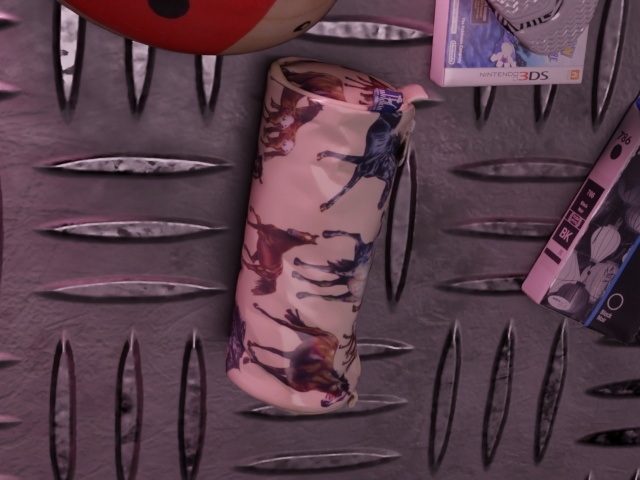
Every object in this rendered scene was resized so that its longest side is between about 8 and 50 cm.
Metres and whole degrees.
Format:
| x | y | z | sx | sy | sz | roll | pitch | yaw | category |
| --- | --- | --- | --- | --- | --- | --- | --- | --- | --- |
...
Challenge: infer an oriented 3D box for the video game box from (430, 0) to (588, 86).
| x | y | z | sx | sy | sz | roll | pitch | yaw | category |
| --- | --- | --- | --- | --- | --- | --- | --- | --- | --- |
| 0.230 | -0.285 | 1.408 | 0.187 | 0.048 | 0.205 | -5 | 112 | -18 | video game box |

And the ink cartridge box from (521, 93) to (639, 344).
| x | y | z | sx | sy | sz | roll | pitch | yaw | category |
| --- | --- | --- | --- | --- | --- | --- | --- | --- | --- |
| 0.418 | -0.037 | 1.556 | 0.165 | 0.065 | 0.332 | 23 | 102 | -23 | ink cartridge box |

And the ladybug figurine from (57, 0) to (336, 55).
| x | y | z | sx | sy | sz | roll | pitch | yaw | category |
| --- | --- | --- | --- | --- | --- | --- | --- | --- | --- |
| -0.158 | -0.345 | 1.201 | 0.449 | 0.162 | 0.305 | 21 | 104 | -23 | ladybug figurine |

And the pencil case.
| x | y | z | sx | sy | sz | roll | pitch | yaw | category |
| --- | --- | --- | --- | --- | --- | --- | --- | --- | --- |
| 0.000 | 0.000 | 1.391 | 0.184 | 0.160 | 0.410 | 9 | 109 | -4 | pencil case |

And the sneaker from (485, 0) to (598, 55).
| x | y | z | sx | sy | sz | roll | pitch | yaw | category |
| --- | --- | --- | --- | --- | --- | --- | --- | --- | --- |
| 0.170 | -0.376 | 1.267 | 0.137 | 0.210 | 0.366 | -34 | 124 | -1 | sneaker |
